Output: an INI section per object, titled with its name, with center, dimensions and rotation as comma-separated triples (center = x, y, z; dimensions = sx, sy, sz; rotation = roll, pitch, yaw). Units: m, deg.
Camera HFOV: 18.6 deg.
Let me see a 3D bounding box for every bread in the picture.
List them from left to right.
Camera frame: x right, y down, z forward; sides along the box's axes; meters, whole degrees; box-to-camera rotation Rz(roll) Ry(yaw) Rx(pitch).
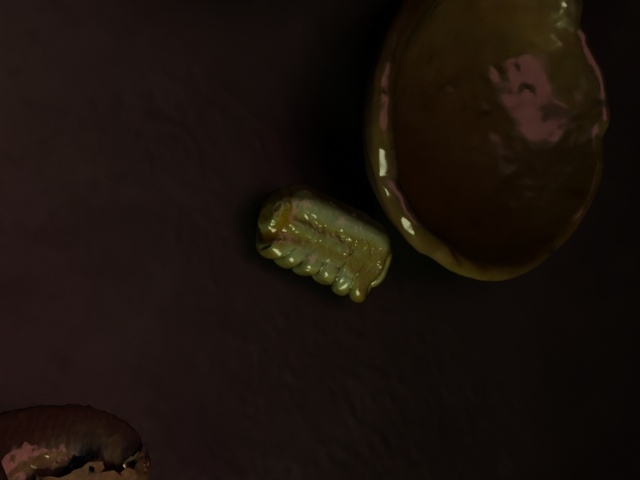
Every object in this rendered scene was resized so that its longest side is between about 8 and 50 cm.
[bread]
center = 0.000, 0.000, 1.078
dimensions = 0.088, 0.034, 0.049
rotation = 23, 84, -28

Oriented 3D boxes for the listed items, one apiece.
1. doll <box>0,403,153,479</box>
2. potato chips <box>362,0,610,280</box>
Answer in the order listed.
[doll]
center = -0.131, 0.164, 0.875
dimensions = 0.303, 0.156, 0.201
rotation = 23, 82, -33
[potato chips]
center = 0.088, -0.076, 1.139
dimensions = 0.195, 0.062, 0.208
rotation = 27, 66, -37
